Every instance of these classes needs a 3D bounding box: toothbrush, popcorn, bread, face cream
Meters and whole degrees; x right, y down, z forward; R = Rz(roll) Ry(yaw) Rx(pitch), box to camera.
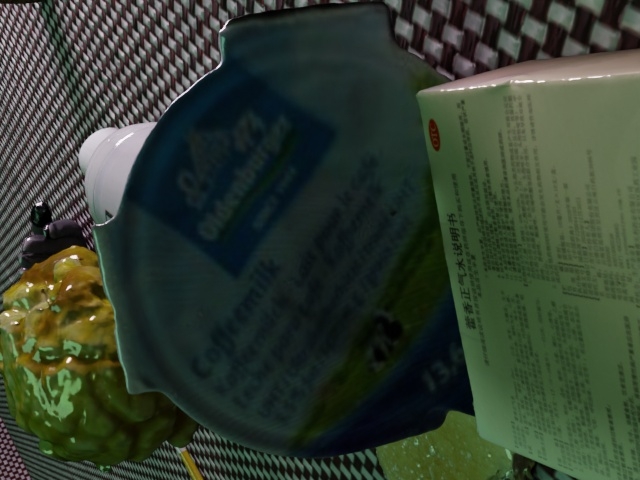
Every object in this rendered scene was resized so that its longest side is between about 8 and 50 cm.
[{"bbox_3d":[-0.199,0.344,1.305,0.288,0.024,0.021,56,151,20],"label":"toothbrush"},{"bbox_3d":[-0.254,0.145,1.031,0.282,0.282,0.247,29,119,50],"label":"popcorn"},{"bbox_3d":[0.096,0.170,0.677,0.182,0.039,0.251,30,133,48],"label":"bread"},{"bbox_3d":[-0.162,-0.045,0.870,0.369,0.145,0.145,28,131,49],"label":"face cream"}]

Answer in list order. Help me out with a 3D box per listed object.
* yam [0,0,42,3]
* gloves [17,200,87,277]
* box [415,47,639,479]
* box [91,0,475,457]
[{"bbox_3d":[-0.461,-0.371,1.198,0.084,0.127,0.084,31,128,50],"label":"yam"},{"bbox_3d":[-0.457,0.025,1.453,0.142,0.119,0.285,64,165,9],"label":"gloves"},{"bbox_3d":[0.148,0.014,0.434,0.168,0.095,0.212,9,115,56],"label":"box"},{"bbox_3d":[0.000,0.000,0.589,0.291,0.262,0.206,31,177,-19],"label":"box"}]
